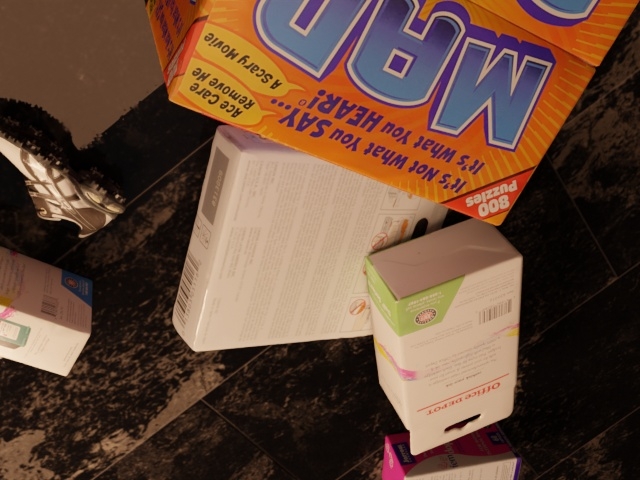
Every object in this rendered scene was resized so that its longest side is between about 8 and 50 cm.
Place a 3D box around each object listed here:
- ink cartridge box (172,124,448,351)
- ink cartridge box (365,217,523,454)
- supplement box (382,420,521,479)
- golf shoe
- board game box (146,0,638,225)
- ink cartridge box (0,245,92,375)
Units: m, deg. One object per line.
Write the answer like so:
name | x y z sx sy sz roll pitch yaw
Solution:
ink cartridge box | 0.000 0.000 1.106 0.385 0.091 0.308 -1 120 -35
ink cartridge box | 0.195 0.158 1.189 0.207 0.119 0.353 -19 128 -13
supplement box | 0.233 0.413 1.370 0.220 0.111 0.114 -7 120 -13
golf shoe | -0.344 -0.072 0.946 0.094 0.077 0.198 -45 120 11
board game box | 0.061 -0.292 0.774 0.356 0.356 0.356 19 112 -24
ink cartridge box | -0.417 0.073 0.972 0.231 0.134 0.078 25 110 -26
